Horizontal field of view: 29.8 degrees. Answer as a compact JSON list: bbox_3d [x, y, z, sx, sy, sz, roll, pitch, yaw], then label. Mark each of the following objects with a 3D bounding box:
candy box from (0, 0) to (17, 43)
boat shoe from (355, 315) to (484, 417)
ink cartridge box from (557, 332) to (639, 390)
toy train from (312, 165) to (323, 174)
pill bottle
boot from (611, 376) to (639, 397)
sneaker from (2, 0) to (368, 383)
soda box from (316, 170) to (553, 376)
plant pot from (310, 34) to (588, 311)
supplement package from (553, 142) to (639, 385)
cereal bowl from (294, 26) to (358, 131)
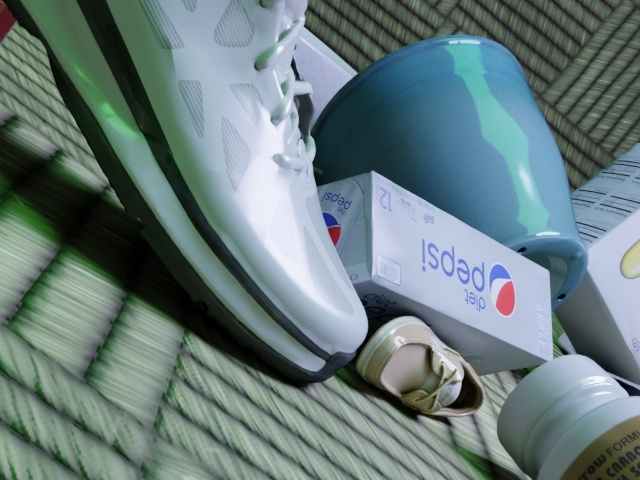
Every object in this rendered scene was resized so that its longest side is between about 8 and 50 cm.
[{"bbox_3d":[-0.280,-0.231,0.951,0.053,0.109,0.187,28,15,-47],"label":"candy box"},{"bbox_3d":[0.085,0.104,0.935,0.059,0.063,0.170,38,7,30],"label":"boat shoe"},{"bbox_3d":[0.523,0.226,1.835,0.211,0.121,0.289,34,11,-31],"label":"ink cartridge box"},{"bbox_3d":[-0.083,-0.112,1.205,0.248,0.105,0.143,36,21,-21],"label":"toy train"},{"bbox_3d":[0.235,0.192,0.894,0.131,0.131,0.229,31,13,-42],"label":"pill bottle"},{"bbox_3d":[0.372,0.227,1.391,0.178,0.085,0.236,27,9,-43],"label":"boot"},{"bbox_3d":[-0.032,-0.138,0.760,0.448,0.257,0.169,58,6,-13],"label":"sneaker"},{"bbox_3d":[0.085,0.038,1.003,0.286,0.098,0.091,26,58,-48],"label":"soda box"},{"bbox_3d":[0.155,-0.038,1.311,0.271,0.271,0.255,28,29,-50],"label":"plant pot"},{"bbox_3d":[0.378,0.025,1.412,0.194,0.203,0.149,58,-13,-19],"label":"supplement package"},{"bbox_3d":[-0.095,-0.261,1.679,0.339,0.141,0.339,39,10,-8],"label":"cereal bowl"}]
